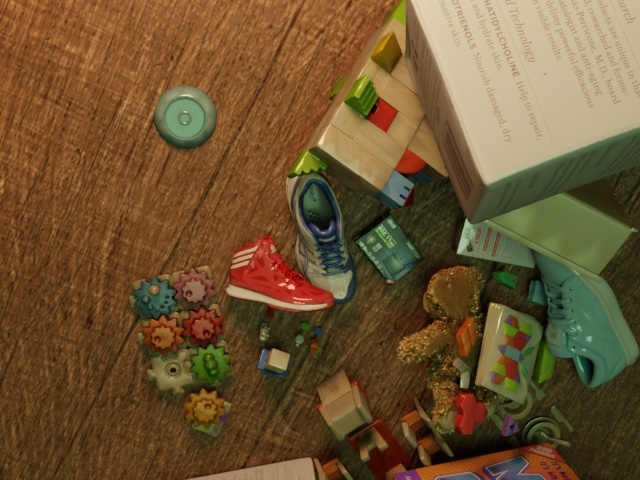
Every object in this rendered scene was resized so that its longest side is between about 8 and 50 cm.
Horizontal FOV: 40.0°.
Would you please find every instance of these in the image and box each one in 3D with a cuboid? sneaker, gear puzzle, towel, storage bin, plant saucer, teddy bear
[{"bbox_3d":[-0.076,0.062,1.709,0.221,0.087,0.128,8,100,11],"label":"sneaker"},{"bbox_3d":[-0.269,0.228,1.765,0.175,0.044,0.339,-12,103,-3],"label":"gear puzzle"},{"bbox_3d":[-0.226,0.364,1.827,0.060,0.009,0.083,24,99,-10],"label":"towel"},{"bbox_3d":[0.426,-0.085,1.664,0.262,0.260,0.123,25,117,-11],"label":"storage bin"},{"bbox_3d":[-0.257,-0.233,1.672,0.119,0.021,0.119,-1,103,-6],"label":"plant saucer"},{"bbox_3d":[0.000,0.000,1.701,0.111,0.131,0.296,-20,106,-3],"label":"sneaker"},{"bbox_3d":[0.509,0.158,1.765,0.150,0.135,0.366,-42,111,-11],"label":"sneaker"},{"bbox_3d":[0.269,0.220,1.778,0.245,0.113,0.338,-28,102,-19],"label":"teddy bear"}]

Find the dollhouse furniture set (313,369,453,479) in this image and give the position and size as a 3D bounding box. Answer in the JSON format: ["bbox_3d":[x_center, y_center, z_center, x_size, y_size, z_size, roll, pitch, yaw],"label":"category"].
[{"bbox_3d":[0.100,0.407,1.832,0.262,0.135,0.259,-33,116,3],"label":"dollhouse furniture set"}]

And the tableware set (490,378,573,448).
[{"bbox_3d":[0.448,0.388,1.889,0.128,0.039,0.194,-39,104,4],"label":"tableware set"}]

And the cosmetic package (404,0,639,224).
[{"bbox_3d":[0.366,-0.260,1.358,0.393,0.329,0.327,-20,80,1],"label":"cosmetic package"}]

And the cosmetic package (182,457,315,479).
[{"bbox_3d":[-0.217,0.619,1.813,0.453,0.161,0.230,-10,104,-3],"label":"cosmetic package"}]

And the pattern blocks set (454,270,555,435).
[{"bbox_3d":[0.376,0.226,1.755,0.285,0.026,0.325,9,84,-37],"label":"pattern blocks set"}]

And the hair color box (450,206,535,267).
[{"bbox_3d":[0.358,-0.008,1.776,0.167,0.053,0.093,11,104,-10],"label":"hair color box"}]

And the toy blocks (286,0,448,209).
[{"bbox_3d":[0.150,-0.209,1.627,0.261,0.190,0.381,35,75,-15],"label":"toy blocks"}]

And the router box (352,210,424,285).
[{"bbox_3d":[0.137,0.016,1.766,0.092,0.038,0.122,-39,104,3],"label":"router box"}]

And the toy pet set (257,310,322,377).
[{"bbox_3d":[-0.075,0.219,1.794,0.122,0.065,0.114,22,66,-14],"label":"toy pet set"}]

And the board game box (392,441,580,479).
[{"bbox_3d":[0.366,0.675,1.740,0.356,0.356,0.356,-8,114,-13],"label":"board game box"}]
